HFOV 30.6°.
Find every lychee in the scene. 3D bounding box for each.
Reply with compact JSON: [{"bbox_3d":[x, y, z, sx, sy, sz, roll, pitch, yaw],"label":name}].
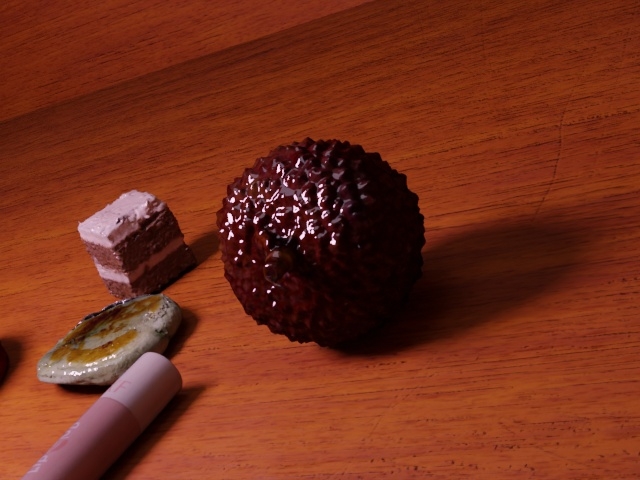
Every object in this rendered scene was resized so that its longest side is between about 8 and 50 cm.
[{"bbox_3d":[0.000,0.000,1.427,0.264,0.264,0.300,-17,5,23],"label":"lychee"}]

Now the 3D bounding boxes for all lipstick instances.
[{"bbox_3d":[-0.269,0.240,1.436,0.070,0.070,0.254,-8,28,39],"label":"lipstick"}]

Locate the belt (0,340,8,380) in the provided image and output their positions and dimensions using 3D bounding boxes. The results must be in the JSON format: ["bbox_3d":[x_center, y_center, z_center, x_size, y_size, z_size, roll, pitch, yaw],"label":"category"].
[{"bbox_3d":[-0.623,0.214,1.841,0.227,0.115,0.324,-18,22,17],"label":"belt"}]

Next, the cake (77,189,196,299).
[{"bbox_3d":[-0.304,0.006,1.911,0.135,0.147,0.134,-39,24,-25],"label":"cake"}]

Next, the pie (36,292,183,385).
[{"bbox_3d":[-0.309,0.152,1.713,0.240,0.054,0.240,-22,20,8],"label":"pie"}]
